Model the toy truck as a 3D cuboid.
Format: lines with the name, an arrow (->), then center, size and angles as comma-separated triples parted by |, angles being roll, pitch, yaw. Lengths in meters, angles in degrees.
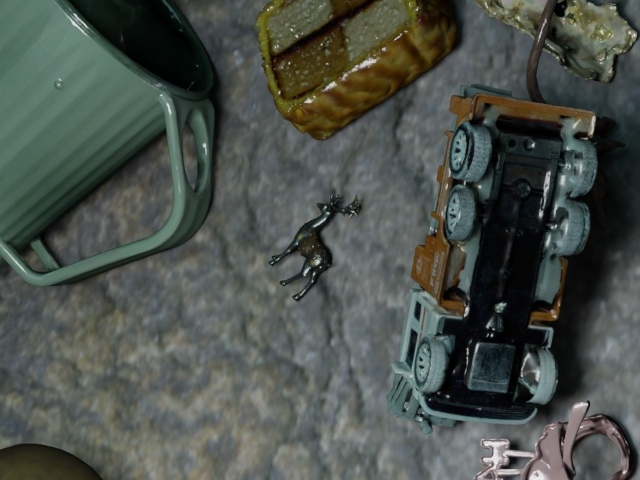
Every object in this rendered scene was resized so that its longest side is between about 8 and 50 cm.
toy truck -> 0.150, 0.026, 1.703 | 0.184, 0.133, 0.338 | -140, 59, -71

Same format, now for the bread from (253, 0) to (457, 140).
bread -> 0.037, -0.229, 1.977 | 0.222, 0.096, 0.181 | -34, 53, 20

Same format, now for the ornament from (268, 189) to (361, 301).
ornament -> 0.000, 0.000, 1.937 | 0.125, 0.028, 0.073 | -43, 50, 13

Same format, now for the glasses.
glasses -> 0.216, 0.261, 1.618 | 0.162, 0.095, 0.255 | -36, 49, 22

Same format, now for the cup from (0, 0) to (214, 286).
cup -> -0.335, -0.142, 2.070 | 0.392, 0.310, 0.401 | -43, 48, 17

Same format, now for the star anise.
star anise -> 0.230, -0.142, 1.728 | 0.218, 0.227, 0.148 | -35, 37, 3

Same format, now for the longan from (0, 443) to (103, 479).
longan -> -0.322, 0.328, 1.887 | 0.248, 0.248, 0.248 | -15, 60, 29

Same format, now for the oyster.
oyster -> 0.246, -0.229, 1.871 | 0.106, 0.061, 0.200 | -31, 54, -3
